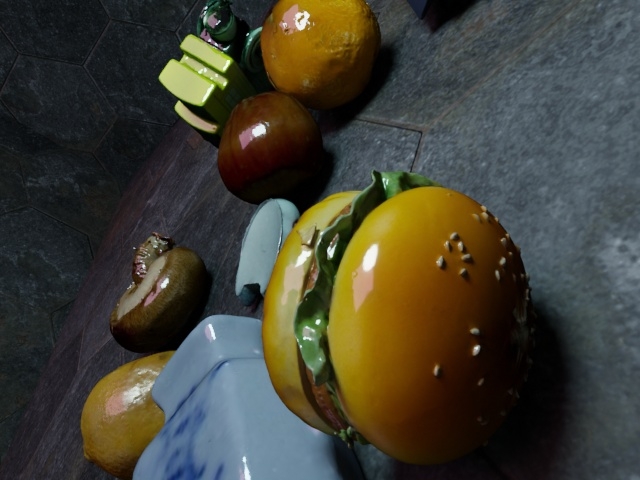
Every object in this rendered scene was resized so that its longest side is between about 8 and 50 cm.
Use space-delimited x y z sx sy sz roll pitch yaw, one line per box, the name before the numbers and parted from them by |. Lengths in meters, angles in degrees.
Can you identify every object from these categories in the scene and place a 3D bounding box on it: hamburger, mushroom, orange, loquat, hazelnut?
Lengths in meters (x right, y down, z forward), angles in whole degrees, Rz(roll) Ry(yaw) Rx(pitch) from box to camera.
hamburger | 0.079 0.064 0.399 0.170 0.246 0.246 3 63 42
mushroom | -0.377 0.127 1.128 0.297 0.163 0.278 -19 54 49
orange | 0.000 -0.389 0.972 0.246 0.246 0.246 -38 34 31
loquat | -0.259 0.273 0.757 0.234 0.187 0.176 -26 24 -9
hazelnut | -0.107 -0.177 0.954 0.217 0.217 0.251 -64 9 -13

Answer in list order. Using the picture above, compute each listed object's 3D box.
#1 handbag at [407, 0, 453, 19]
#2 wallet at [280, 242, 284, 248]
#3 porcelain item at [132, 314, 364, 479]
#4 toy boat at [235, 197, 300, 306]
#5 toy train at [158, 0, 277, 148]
handbag | 0.179 -0.594 0.806 0.122 0.303 0.329 -17 65 -10
wallet | 0.000 0.000 0.783 0.129 0.026 0.088 -42 49 9
porcelain item | -0.073 0.260 0.494 0.242 0.178 0.405 -51 31 8
toy boat | -0.086 0.023 0.885 0.134 0.079 0.208 -14 60 49
toy train | -0.202 -0.355 1.152 0.272 0.179 0.442 -56 -14 -1
